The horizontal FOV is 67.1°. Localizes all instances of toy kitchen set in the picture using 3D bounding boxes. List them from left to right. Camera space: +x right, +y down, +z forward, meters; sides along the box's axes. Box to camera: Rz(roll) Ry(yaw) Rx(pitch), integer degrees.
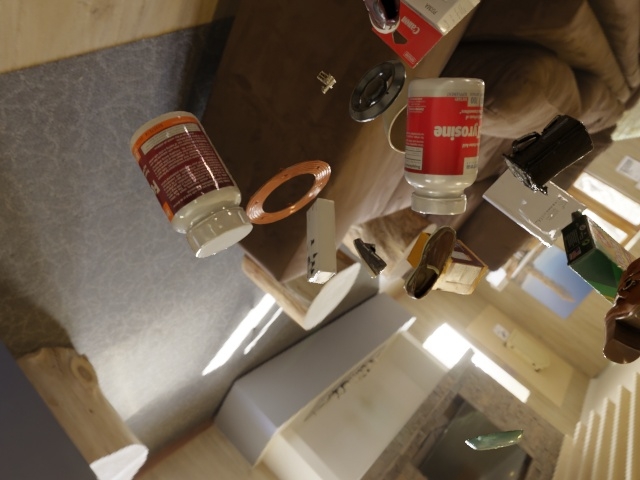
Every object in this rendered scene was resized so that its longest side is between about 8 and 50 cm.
[{"bbox_3d":[0.008,-0.643,1.945,0.068,0.075,0.083,-51,172,9],"label":"toy kitchen set"}]

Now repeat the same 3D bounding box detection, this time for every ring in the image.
[{"bbox_3d":[-0.114,-0.171,1.677,0.337,0.032,0.336,-31,162,-11],"label":"ring"}]

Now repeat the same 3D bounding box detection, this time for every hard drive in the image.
[{"bbox_3d":[0.834,-0.150,1.887,0.210,0.319,0.040,-45,159,-5],"label":"hard drive"}]

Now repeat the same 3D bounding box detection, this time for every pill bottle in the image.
[{"bbox_3d":[-0.378,-0.161,1.434,0.224,0.392,0.224,-30,172,-5],"label":"pill bottle"},{"bbox_3d":[0.384,-0.297,1.527,0.229,0.229,0.407,-22,116,-52],"label":"pill bottle"}]

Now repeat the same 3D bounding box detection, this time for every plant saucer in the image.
[{"bbox_3d":[0.358,0.409,0.984,0.120,0.021,0.119,-7,151,-4],"label":"plant saucer"}]

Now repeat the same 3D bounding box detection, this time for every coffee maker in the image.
[{"bbox_3d":[0.587,-0.213,1.218,0.178,0.171,0.120,-38,146,10],"label":"coffee maker"}]

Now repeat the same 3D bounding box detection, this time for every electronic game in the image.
[{"bbox_3d":[0.181,-0.486,1.566,0.048,0.229,0.229,30,100,-36],"label":"electronic game"}]

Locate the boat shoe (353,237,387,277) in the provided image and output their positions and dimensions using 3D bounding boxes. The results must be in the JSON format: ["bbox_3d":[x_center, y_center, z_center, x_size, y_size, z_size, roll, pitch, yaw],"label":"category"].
[{"bbox_3d":[0.160,0.045,1.542,0.065,0.206,0.075,-35,119,8],"label":"boat shoe"}]

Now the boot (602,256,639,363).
[{"bbox_3d":[0.675,0.102,0.957,0.220,0.109,0.283,-51,160,-37],"label":"boot"}]

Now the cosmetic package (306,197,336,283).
[{"bbox_3d":[0.000,0.000,1.454,0.061,0.238,0.099,10,152,-23],"label":"cosmetic package"}]

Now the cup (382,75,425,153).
[{"bbox_3d":[0.408,-0.587,2.136,0.332,0.236,0.331,-15,145,-11],"label":"cup"}]

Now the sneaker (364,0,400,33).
[{"bbox_3d":[0.146,-0.706,1.292,0.107,0.281,0.162,-32,-166,6],"label":"sneaker"}]

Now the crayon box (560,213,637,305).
[{"bbox_3d":[0.763,0.095,1.219,0.081,0.319,0.202,-47,-175,34],"label":"crayon box"}]

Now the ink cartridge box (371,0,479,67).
[{"bbox_3d":[0.297,-0.711,1.482,0.261,0.296,0.066,-43,139,18],"label":"ink cartridge box"}]

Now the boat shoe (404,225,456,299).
[{"bbox_3d":[0.360,0.077,1.528,0.095,0.095,0.257,-93,-153,-75],"label":"boat shoe"}]

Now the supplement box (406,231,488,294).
[{"bbox_3d":[0.461,0.083,1.767,0.194,0.191,0.129,11,117,-28],"label":"supplement box"}]

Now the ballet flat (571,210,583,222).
[{"bbox_3d":[0.810,0.038,1.381,0.096,0.280,0.095,-49,165,17],"label":"ballet flat"}]
